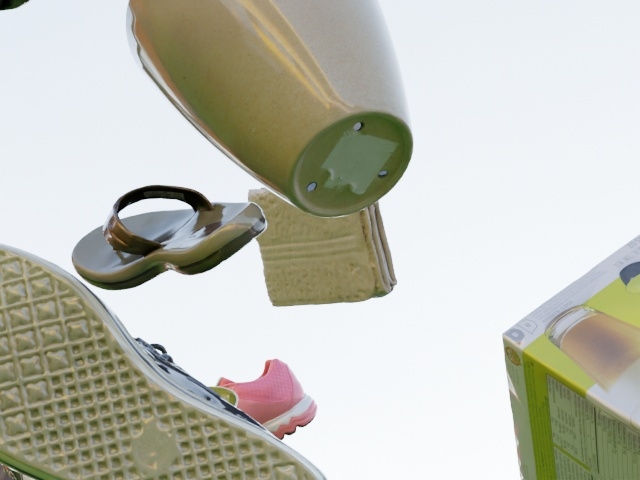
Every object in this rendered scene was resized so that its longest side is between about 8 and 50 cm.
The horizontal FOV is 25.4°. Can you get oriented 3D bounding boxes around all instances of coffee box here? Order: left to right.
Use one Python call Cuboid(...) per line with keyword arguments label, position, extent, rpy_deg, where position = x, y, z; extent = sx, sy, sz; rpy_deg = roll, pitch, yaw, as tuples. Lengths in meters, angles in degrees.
Cuboid(label="coffee box", position=(0.496, 0.239, 1.963), extent=(0.334, 0.337, 0.338), rpy_deg=(34, -33, 42))

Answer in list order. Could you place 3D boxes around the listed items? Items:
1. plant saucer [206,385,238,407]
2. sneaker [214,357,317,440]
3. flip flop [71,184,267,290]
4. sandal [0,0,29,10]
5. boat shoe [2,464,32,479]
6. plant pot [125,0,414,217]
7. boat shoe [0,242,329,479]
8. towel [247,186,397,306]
Cuboid(label="plant saucer", position=(-0.228, 0.273, 2.021), extent=(0.241, 0.241, 0.037), rpy_deg=(-7, -75, 34))
Cuboid(label="sneaker", position=(-0.163, 0.300, 2.332), extent=(0.136, 0.313, 0.116), rpy_deg=(64, -23, -4))
Cuboid(label="flip flop", position=(-0.157, -0.014, 1.371), extent=(0.277, 0.112, 0.080), rpy_deg=(-5, -55, 54))
Cuboid(label="sandal", position=(-0.274, -0.247, 1.305), extent=(0.054, 0.097, 0.254), rpy_deg=(36, -48, -12))
Cuboid(label="boat shoe", position=(-0.493, 0.358, 2.394), extent=(0.102, 0.301, 0.108), rpy_deg=(-39, -29, 28))
Cuboid(label="plant pot", position=(-0.024, -0.158, 1.380), extent=(0.256, 0.274, 0.256), rpy_deg=(-17, -43, -17))
Cuboid(label="boat shoe", position=(-0.205, 0.175, 1.387), extent=(0.500, 0.187, 0.156), rpy_deg=(32, -14, 8))
Cuboid(label="towel", position=(0.000, 0.000, 2.045), extent=(0.282, 0.049, 0.187), rpy_deg=(-5, -82, 52))
